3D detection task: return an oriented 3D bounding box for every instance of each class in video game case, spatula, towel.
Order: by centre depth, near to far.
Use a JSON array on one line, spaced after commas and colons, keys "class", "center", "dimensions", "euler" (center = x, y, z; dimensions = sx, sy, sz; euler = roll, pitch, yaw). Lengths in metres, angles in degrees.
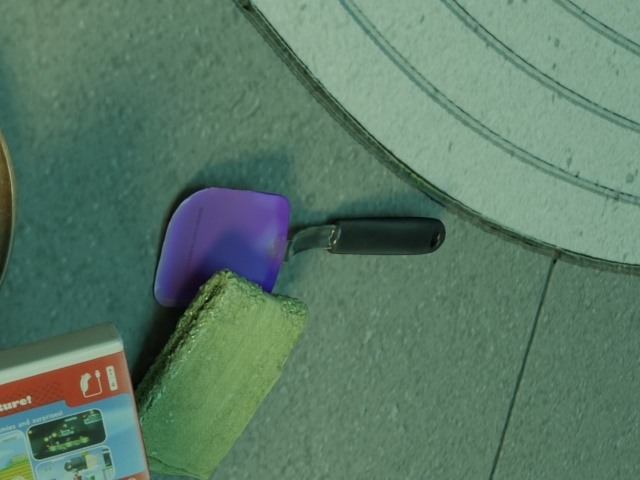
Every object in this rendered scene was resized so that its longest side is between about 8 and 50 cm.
[{"class": "video game case", "center": [-0.182, 0.194, 0.864], "dimensions": [0.204, 0.025, 0.285], "euler": [-15, 120, -13]}, {"class": "towel", "center": [-0.074, 0.092, 1.064], "dimensions": [0.148, 0.027, 0.110], "euler": [-58, 144, 4]}, {"class": "spatula", "center": [0.000, 0.000, 1.139], "dimensions": [0.296, 0.030, 0.084], "euler": [-5, 113, -52]}]

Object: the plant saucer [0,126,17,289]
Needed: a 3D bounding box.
[{"class": "plant saucer", "center": [-0.244, -0.004, 0.824], "dimensions": [0.198, 0.036, 0.199], "euler": [-22, 119, -46]}]
